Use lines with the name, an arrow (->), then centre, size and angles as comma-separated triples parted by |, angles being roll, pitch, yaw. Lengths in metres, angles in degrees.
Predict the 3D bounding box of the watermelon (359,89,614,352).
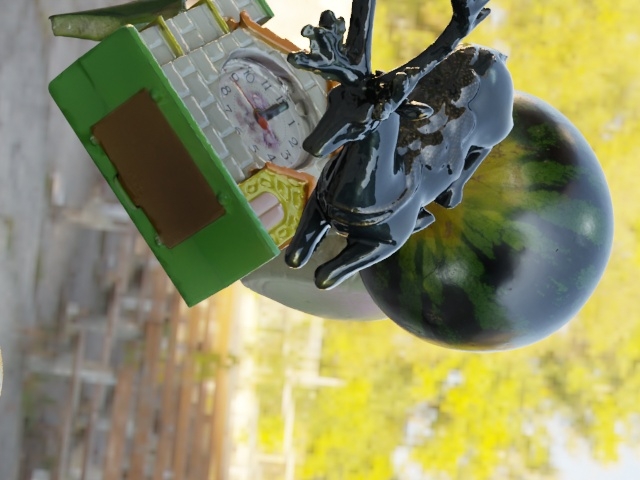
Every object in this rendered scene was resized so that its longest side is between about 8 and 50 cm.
watermelon -> 0.166, -0.018, 1.638 | 0.269, 0.268, 0.269 | -174, -90, -87

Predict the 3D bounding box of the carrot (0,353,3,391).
carrot -> -0.406, 0.056, 1.444 | 0.224, 0.224, 0.341 | -90, 171, -62

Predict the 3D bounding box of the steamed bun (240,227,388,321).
steamed bun -> 0.000, 0.000, 1.899 | 0.152, 0.238, 0.170 | 24, 75, -59

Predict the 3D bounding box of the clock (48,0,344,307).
clock -> -0.071, -0.101, 1.415 | 0.106, 0.220, 0.255 | -31, -176, 37

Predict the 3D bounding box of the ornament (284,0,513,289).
ornament -> 0.060, -0.098, 0.931 | 0.202, 0.080, 0.236 | -45, 158, -27

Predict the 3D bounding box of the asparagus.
asparagus -> -0.253, -0.279, 2.079 | 0.041, 0.178, 0.045 | 108, -27, -86
